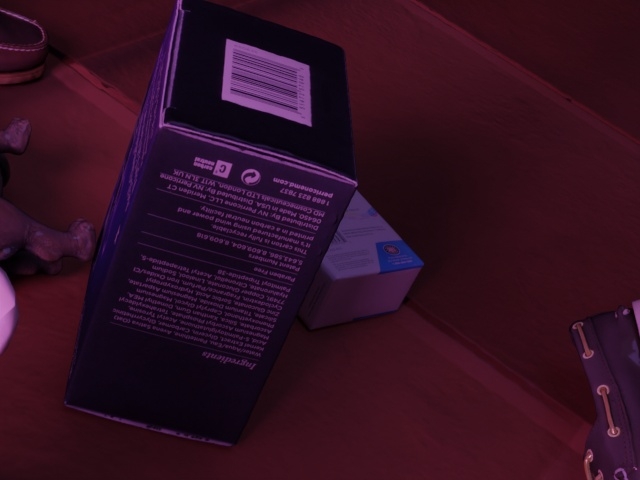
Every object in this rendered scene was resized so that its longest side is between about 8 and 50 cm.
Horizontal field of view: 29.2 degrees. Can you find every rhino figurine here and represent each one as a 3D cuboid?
[{"bbox_3d":[-0.243,-0.055,0.788,0.106,0.073,0.243,-3,41,-41],"label":"rhino figurine"}]

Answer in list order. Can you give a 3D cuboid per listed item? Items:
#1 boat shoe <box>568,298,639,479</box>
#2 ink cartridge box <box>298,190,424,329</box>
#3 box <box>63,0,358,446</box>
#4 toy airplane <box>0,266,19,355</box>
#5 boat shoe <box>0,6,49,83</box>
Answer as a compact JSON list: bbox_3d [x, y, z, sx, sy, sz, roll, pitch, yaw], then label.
[{"bbox_3d":[0.210,0.140,0.823,0.069,0.081,0.228,-15,43,19],"label":"boat shoe"},{"bbox_3d":[0.000,0.000,0.890,0.088,0.052,0.122,-8,47,-41],"label":"ink cartridge box"},{"bbox_3d":[-0.066,-0.009,0.717,0.108,0.207,0.153,16,33,-13],"label":"box"},{"bbox_3d":[-0.246,0.121,0.297,0.384,0.272,0.386,-16,78,-32],"label":"toy airplane"},{"bbox_3d":[-0.296,-0.165,0.906,0.207,0.073,0.073,2,36,-34],"label":"boat shoe"}]
